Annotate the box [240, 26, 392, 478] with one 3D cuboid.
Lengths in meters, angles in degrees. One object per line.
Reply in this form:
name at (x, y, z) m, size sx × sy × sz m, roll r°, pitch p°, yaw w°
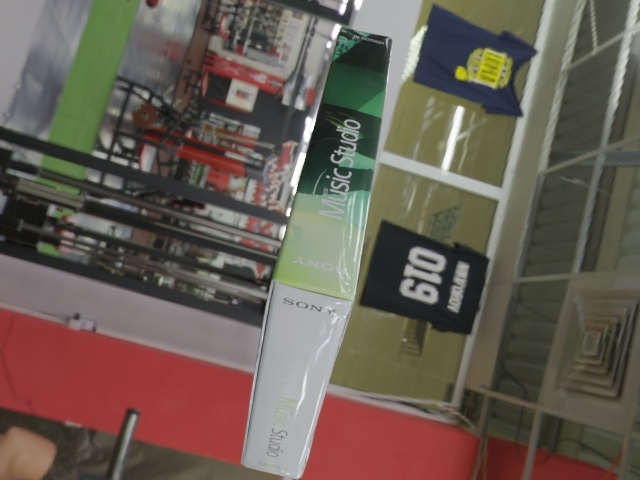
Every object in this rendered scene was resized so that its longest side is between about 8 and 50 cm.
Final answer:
box at (0.000, 0.000, 0.600) m, size 0.322 × 0.059 × 0.232 m, roll -80°, pitch -178°, yaw -46°
